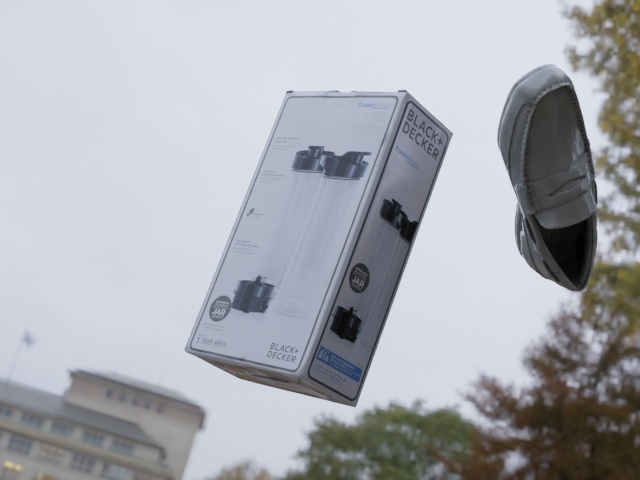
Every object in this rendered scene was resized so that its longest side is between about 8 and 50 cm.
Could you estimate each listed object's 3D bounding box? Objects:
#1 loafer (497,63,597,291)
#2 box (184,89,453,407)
[{"bbox_3d":[0.279,-0.067,1.426,0.111,0.112,0.319,53,-12,42],"label":"loafer"},{"bbox_3d":[0.000,0.000,1.180,0.169,0.290,0.087,5,-20,44],"label":"box"}]
